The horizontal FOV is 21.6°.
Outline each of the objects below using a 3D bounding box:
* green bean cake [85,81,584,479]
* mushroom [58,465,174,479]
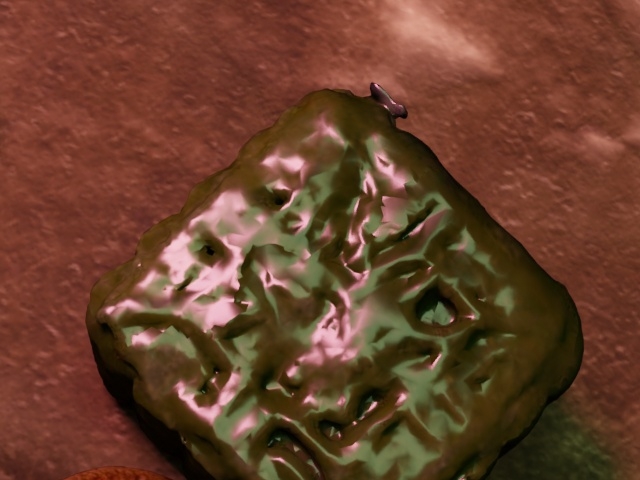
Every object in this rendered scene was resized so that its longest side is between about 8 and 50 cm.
[{"bbox_3d":[0.009,0.065,1.052,0.247,0.156,0.250,-42,81,-16],"label":"green bean cake"},{"bbox_3d":[-0.122,0.248,0.963,0.194,0.138,0.231,-3,55,0],"label":"mushroom"}]
